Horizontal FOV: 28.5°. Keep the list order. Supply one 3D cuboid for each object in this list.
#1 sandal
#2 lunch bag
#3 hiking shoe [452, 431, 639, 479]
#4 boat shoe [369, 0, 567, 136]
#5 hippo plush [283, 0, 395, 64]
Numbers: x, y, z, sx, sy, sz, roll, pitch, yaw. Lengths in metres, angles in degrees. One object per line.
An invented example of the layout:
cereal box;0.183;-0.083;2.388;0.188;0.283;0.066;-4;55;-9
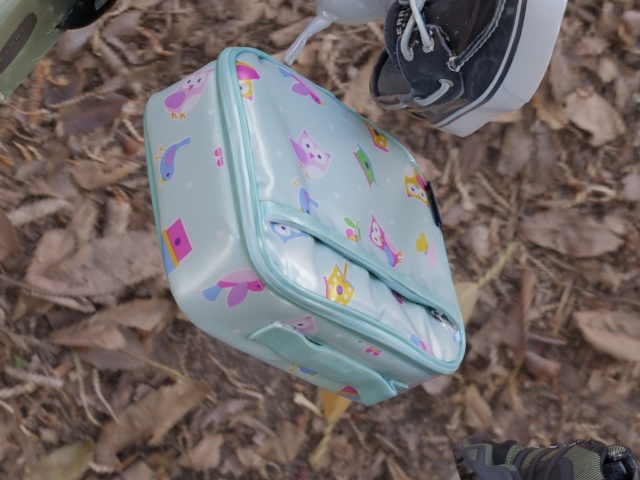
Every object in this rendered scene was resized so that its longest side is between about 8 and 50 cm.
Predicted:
sandal;-0.231;-0.247;1.200;0.303;0.086;0.120;-58;157;-5
lunch bag;0.000;0.000;0.937;0.108;0.224;0.279;-31;144;26
hiking shoe;0.178;0.191;0.935;0.114;0.227;0.086;-19;104;-11
boat shoe;0.098;-0.151;0.929;0.102;0.301;0.108;12;82;-7
hippo plush;0.112;-0.378;1.717;0.294;0.236;0.234;-38;135;-30
